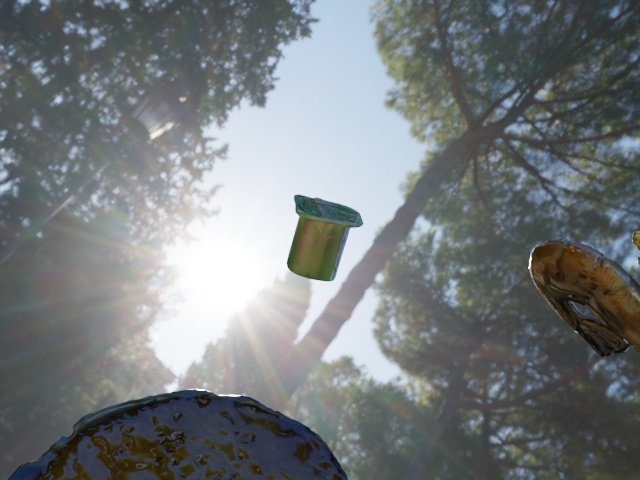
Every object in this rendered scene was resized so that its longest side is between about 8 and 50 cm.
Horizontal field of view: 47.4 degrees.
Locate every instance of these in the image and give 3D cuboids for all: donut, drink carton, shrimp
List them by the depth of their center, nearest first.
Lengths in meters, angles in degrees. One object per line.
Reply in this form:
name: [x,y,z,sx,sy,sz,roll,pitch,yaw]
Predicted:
donut: [-0.103,0.241,0.521,0.272,0.272,0.107,29,-48,15]
shrimp: [0.365,0.099,0.934,0.254,0.059,0.145,43,-30,-4]
drink carton: [0.000,0.000,1.515,0.144,0.146,0.143,12,-73,-8]

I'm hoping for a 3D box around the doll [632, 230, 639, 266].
doll: [0.506,-0.040,0.937,0.098,0.135,0.241,37,-38,10]
